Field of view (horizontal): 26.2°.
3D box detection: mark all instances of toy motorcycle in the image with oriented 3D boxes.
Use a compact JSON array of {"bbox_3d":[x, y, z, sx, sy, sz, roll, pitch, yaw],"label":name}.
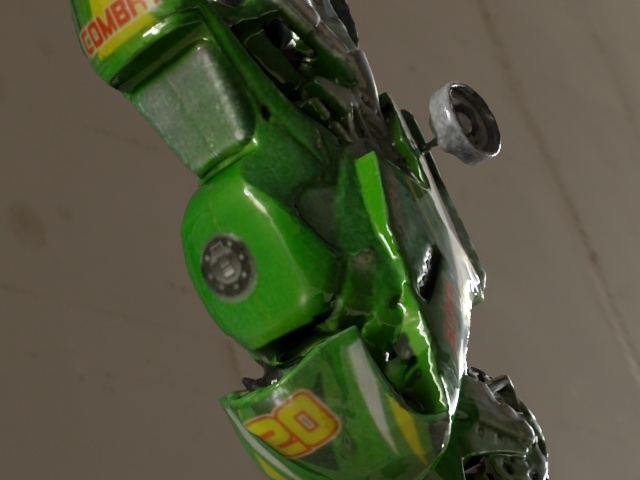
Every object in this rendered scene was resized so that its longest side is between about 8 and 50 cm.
[{"bbox_3d":[0.000,0.000,0.368,0.106,0.074,0.190,-14,-104,-54],"label":"toy motorcycle"}]
